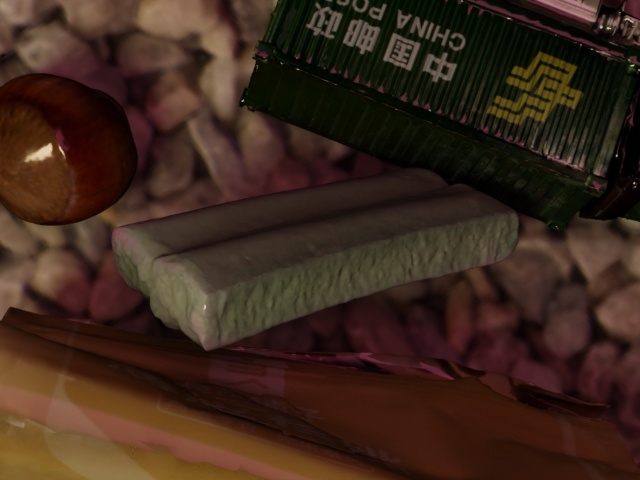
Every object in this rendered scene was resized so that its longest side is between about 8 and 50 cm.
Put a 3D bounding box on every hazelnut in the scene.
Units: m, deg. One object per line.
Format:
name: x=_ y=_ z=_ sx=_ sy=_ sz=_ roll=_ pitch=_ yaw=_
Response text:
hazelnut: x=-0.133 y=-0.049 z=0.841 sx=0.086 sy=0.086 sz=0.086 roll=2 pitch=76 yaw=-8

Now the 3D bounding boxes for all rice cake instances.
rice cake: x=0.000 y=0.001 z=0.796 sx=0.080 sy=0.042 sz=0.221 roll=30 pitch=30 yaw=36

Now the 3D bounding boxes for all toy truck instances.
toy truck: x=0.101 y=-0.089 z=0.879 sx=0.259 sy=0.088 sz=0.121 roll=21 pitch=73 yaw=-2

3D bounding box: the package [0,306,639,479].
package: x=-0.006 y=0.107 z=0.776 sx=0.311 sy=0.221 sz=0.165 roll=15 pitch=54 yaw=-5
